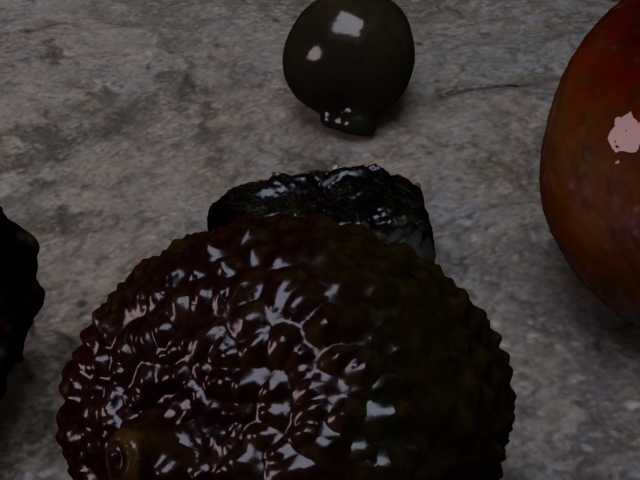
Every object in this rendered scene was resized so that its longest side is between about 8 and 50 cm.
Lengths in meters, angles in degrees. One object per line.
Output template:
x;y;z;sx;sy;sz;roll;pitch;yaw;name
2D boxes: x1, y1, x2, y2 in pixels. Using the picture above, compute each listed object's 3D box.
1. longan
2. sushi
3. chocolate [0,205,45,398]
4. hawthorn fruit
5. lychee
0.023;-0.140;1.206;0.106;0.106;0.119;-2;80;6;longan
0.000;0.000;1.031;0.150;0.090;0.078;-7;42;-3;sushi
-0.274;0.074;0.900;0.224;0.206;0.177;-7;48;-9;chocolate
0.266;-0.068;0.975;0.231;0.263;0.235;26;17;6;hawthorn fruit
-0.010;0.097;0.809;0.236;0.236;0.271;25;26;34;lychee
